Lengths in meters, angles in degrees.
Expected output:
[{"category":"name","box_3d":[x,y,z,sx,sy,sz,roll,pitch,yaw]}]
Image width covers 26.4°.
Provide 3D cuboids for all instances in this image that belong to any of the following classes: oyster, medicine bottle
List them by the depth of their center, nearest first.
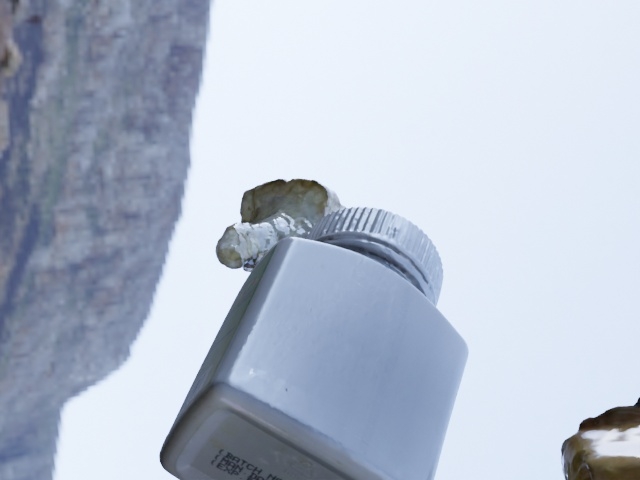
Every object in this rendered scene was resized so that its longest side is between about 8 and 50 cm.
[{"category":"medicine bottle","box_3d":[0.008,0.069,0.755,0.088,0.132,0.188,-55,-173,40]},{"category":"oyster","box_3d":[0.000,0.000,1.054,0.163,0.191,0.081,21,-67,30]}]

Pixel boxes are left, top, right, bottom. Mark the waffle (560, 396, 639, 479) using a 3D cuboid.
[{"category":"waffle","box_3d":[0.306,0.211,0.658,0.348,0.077,0.304,-11,-83,25]}]
